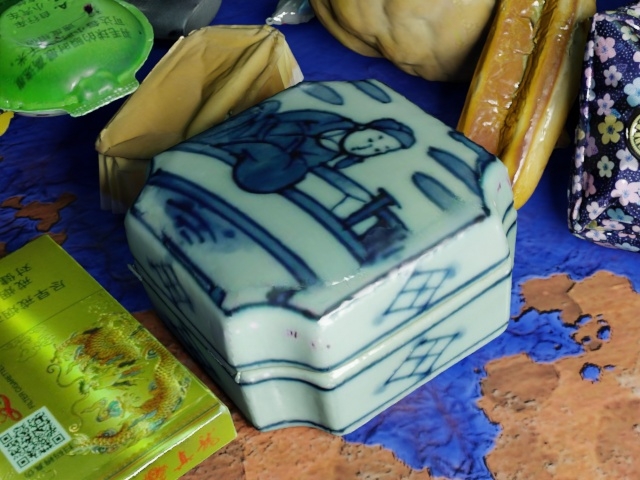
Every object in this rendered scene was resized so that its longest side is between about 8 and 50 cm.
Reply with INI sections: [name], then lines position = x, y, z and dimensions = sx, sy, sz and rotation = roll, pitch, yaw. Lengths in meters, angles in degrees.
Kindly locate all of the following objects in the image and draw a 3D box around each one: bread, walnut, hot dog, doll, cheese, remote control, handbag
[bread]
position = -0.118, -0.118, 1.160
dimensions = 0.136, 0.107, 0.241
rotation = 6, 43, 22
[walnut]
position = 0.118, -0.308, 1.203
dimensions = 0.285, 0.285, 0.296
rotation = -21, 49, -11
[hot dog]
position = 0.192, -0.141, 1.062
dimensions = 0.104, 0.076, 0.250
rotation = 13, 81, 38
[doll]
position = -0.022, -0.283, 1.380
dimensions = 0.114, 0.039, 0.057
rotation = -34, 88, -36
[cheese]
position = -0.295, -0.221, 1.212
dimensions = 0.204, 0.083, 0.320
rotation = -29, 48, -20
[remote control]
position = -0.313, -0.304, 1.462
dimensions = 0.377, 0.044, 0.107
rotation = 10, 40, 22
[handbag]
position = 0.316, -0.081, 0.954
dimensions = 0.207, 0.229, 0.127
rotation = 11, 9, 27

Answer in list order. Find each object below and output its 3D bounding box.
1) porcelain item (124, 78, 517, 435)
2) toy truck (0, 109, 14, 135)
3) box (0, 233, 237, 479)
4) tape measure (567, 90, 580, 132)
[porcelain item]
position = 0.000, 0.000, 0.964
dimensions = 0.285, 0.157, 0.281
rotation = -29, 45, -19
[toy truck]
position = -0.400, -0.209, 1.330
dimensions = 0.114, 0.098, 0.227
rotation = -25, 43, -16
[box]
position = -0.227, 0.116, 0.964
dimensions = 0.173, 0.043, 0.311
rotation = -33, 45, -23
[tape measure]
position = 0.330, -0.149, 1.098
dimensions = 0.186, 0.112, 0.199
rotation = -13, 39, 1
